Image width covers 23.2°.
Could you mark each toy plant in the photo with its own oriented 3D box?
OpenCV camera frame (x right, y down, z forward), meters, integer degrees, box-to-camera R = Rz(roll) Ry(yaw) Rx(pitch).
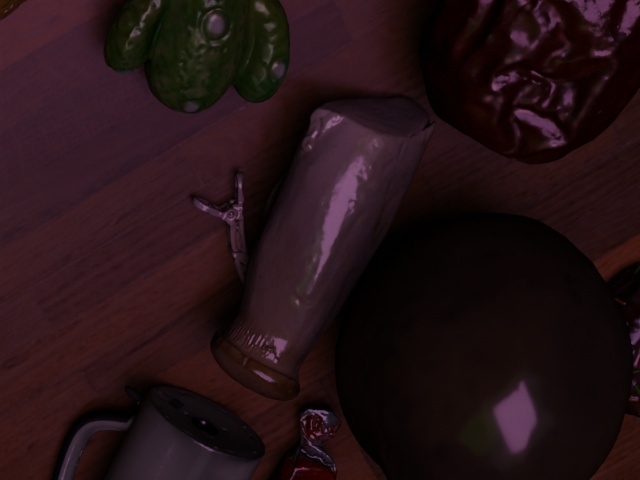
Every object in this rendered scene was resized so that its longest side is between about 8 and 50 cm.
[{"bbox_3d":[-0.134,-0.289,1.769,0.224,0.184,0.315,-8,120,-23],"label":"toy plant"}]

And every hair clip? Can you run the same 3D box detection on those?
[{"bbox_3d":[-0.097,0.027,1.951,0.072,0.034,0.226,-21,113,-7],"label":"hair clip"}]

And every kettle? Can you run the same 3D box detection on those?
[{"bbox_3d":[-0.223,0.315,1.963,0.240,0.165,0.255,31,104,7],"label":"kettle"}]

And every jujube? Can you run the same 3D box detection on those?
[{"bbox_3d":[0.276,-0.283,1.836,0.277,0.276,0.376,18,115,-20],"label":"jujube"}]

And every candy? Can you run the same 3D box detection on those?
[{"bbox_3d":[-0.042,0.353,2.064,0.086,0.059,0.292,19,103,-23],"label":"candy"}]

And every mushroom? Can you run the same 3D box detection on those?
[{"bbox_3d":[-0.002,-0.004,1.882,0.138,0.154,0.407,27,91,20],"label":"mushroom"}]

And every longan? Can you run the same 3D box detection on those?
[{"bbox_3d":[0.195,0.156,1.877,0.336,0.404,0.404,34,97,-30],"label":"longan"}]

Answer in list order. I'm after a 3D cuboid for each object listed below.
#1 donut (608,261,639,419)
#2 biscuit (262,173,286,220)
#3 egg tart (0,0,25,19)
[{"bbox_3d":[0.469,0.136,2.108,0.230,0.096,0.216,-33,114,-2],"label":"donut"},{"bbox_3d":[-0.018,-0.036,1.954,0.120,0.015,0.120,-8,109,-23],"label":"biscuit"},{"bbox_3d":[-0.435,-0.370,1.656,0.345,0.132,0.345,-12,119,-22],"label":"egg tart"}]
